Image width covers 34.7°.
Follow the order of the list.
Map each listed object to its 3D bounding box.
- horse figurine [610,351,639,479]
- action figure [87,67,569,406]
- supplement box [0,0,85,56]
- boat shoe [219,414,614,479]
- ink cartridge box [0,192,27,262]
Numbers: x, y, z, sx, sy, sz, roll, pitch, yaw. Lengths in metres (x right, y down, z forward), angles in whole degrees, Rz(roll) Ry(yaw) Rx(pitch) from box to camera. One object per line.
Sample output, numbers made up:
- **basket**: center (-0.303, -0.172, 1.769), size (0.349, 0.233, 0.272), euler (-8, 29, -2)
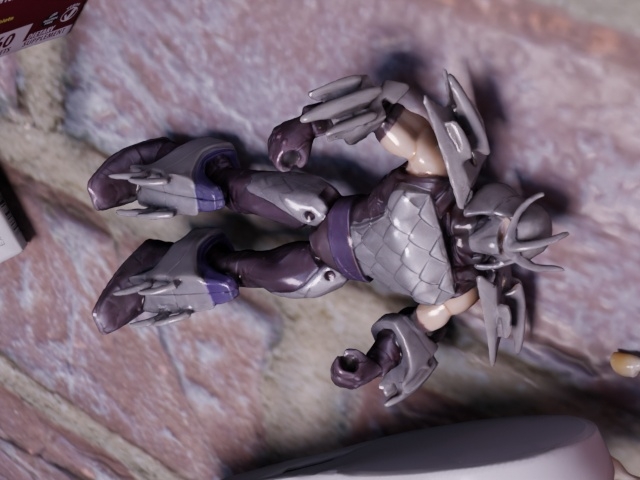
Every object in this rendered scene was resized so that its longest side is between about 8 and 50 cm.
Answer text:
- **horse figurine**: center (0.229, 0.164, 0.512), size (0.175, 0.066, 0.263), euler (8, 117, 40)
- **action figure**: center (0.000, 0.000, 0.567), size (0.285, 0.099, 0.185), euler (0, 110, 33)
- **supplement box**: center (-0.160, -0.194, 0.549), size (0.073, 0.130, 0.239), euler (49, 134, 4)
- **boat shoe**: center (0.030, 0.205, 0.607), size (0.367, 0.136, 0.156), euler (-24, 80, 45)
- **ink cartridge box**: center (-0.366, -0.044, 0.745), size (0.223, 0.224, 0.045), euler (65, 173, -12)
